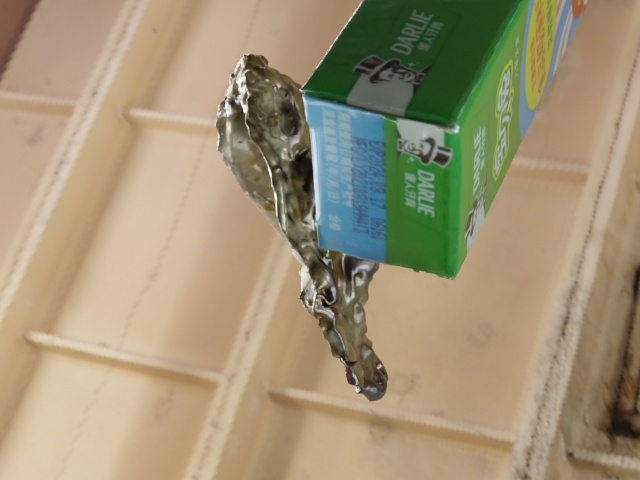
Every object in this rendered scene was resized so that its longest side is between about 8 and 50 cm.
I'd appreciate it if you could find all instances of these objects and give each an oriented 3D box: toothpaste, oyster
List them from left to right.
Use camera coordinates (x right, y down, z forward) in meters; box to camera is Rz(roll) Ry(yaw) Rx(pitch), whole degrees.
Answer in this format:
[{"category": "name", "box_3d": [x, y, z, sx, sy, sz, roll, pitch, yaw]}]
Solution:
[{"category": "oyster", "box_3d": [-0.003, -0.006, 0.639, 0.056, 0.105, 0.177, -24, -83, 5]}, {"category": "toothpaste", "box_3d": [0.068, -0.100, 0.475, 0.050, 0.065, 0.266, 15, -134, 17]}]
